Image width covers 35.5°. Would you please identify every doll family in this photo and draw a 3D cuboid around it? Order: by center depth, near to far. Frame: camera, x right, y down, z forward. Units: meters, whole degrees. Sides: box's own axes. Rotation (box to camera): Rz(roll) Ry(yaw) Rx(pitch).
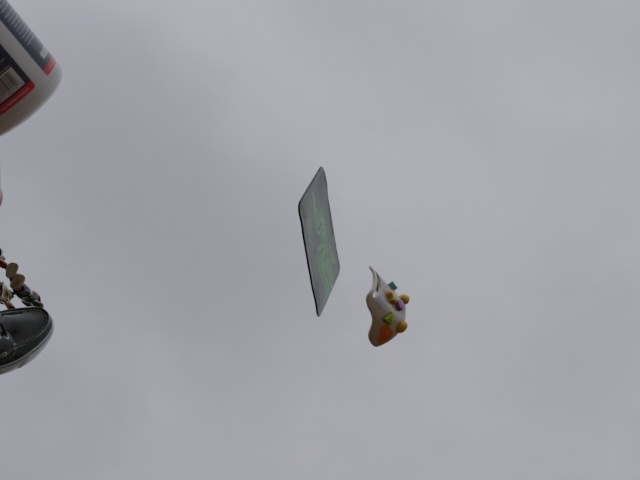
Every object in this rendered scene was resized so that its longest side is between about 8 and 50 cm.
[{"bbox_3d":[-0.461,0.038,1.382,0.076,0.193,0.111,-35,-19,-13],"label":"doll family"}]

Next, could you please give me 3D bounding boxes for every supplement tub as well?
[{"bbox_3d":[-0.552,-0.305,1.544,0.191,0.191,0.272,-22,-59,26],"label":"supplement tub"}]

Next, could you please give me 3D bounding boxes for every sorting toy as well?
[{"bbox_3d":[0.072,0.070,1.189,0.045,0.083,0.075,-13,-44,23],"label":"sorting toy"}]

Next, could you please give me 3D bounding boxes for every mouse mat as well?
[{"bbox_3d":[0.000,0.000,1.495,0.007,0.152,0.190,-1,-63,15],"label":"mouse mat"}]

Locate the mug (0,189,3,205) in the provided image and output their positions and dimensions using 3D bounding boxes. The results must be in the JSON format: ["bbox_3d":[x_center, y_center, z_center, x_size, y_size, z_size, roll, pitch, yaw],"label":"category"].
[{"bbox_3d":[-0.440,-0.107,1.249,0.150,0.113,0.169,36,-46,16],"label":"mug"}]

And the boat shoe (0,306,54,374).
[{"bbox_3d":[-0.262,0.080,0.764,0.049,0.142,0.040,49,-48,15],"label":"boat shoe"}]
